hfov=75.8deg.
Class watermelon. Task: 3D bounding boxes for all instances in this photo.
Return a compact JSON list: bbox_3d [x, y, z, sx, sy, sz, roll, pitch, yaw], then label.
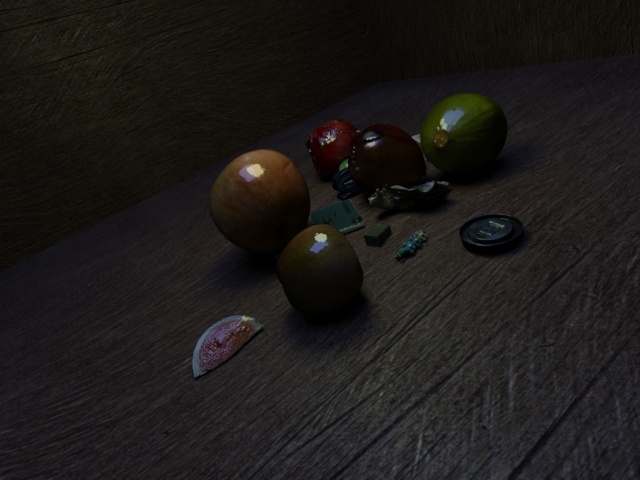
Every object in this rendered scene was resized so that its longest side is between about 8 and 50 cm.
[{"bbox_3d":[-0.288,0.303,1.227,0.245,0.063,0.119,-34,43,-25],"label":"watermelon"}]

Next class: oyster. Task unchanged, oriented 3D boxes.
[{"bbox_3d":[0.355,-0.179,1.587,0.275,0.100,0.271,-7,-6,-45],"label":"oyster"}]

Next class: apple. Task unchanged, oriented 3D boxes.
[{"bbox_3d":[-0.224,-0.142,1.577,0.391,0.391,0.346,-35,68,-25],"label":"apple"},{"bbox_3d":[-0.009,0.087,1.205,0.233,0.257,0.257,-25,28,-4],"label":"apple"}]

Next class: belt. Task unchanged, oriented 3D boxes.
[{"bbox_3d":[0.157,-0.292,1.913,0.218,0.122,0.128,-23,17,-7],"label":"belt"}]

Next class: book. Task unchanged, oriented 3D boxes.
[{"bbox_3d":[-0.023,-0.054,1.704,0.379,0.031,0.264,-21,29,0],"label":"book"}]

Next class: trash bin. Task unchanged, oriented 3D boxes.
[{"bbox_3d":[0.209,-0.022,1.480,0.061,0.043,0.092,7,35,42],"label":"trash bin"}]

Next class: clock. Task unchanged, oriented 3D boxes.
[{"bbox_3d":[0.523,-0.021,1.261,0.184,0.040,0.184,-16,28,8],"label":"clock"}]

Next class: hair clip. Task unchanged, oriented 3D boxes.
[{"bbox_3d":[0.308,0.011,1.359,0.049,0.049,0.173,10,39,45],"label":"hair clip"}]

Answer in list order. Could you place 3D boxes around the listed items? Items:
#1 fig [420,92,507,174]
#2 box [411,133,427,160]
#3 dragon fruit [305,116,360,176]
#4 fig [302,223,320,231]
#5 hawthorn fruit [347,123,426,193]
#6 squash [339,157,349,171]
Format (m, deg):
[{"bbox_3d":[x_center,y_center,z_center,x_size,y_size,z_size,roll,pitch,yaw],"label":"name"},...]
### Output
[{"bbox_3d":[0.553,-0.422,1.631,0.343,0.343,0.343,-16,28,9],"label":"fig"},{"bbox_3d":[0.571,-0.483,2.002,0.212,0.095,0.168,-20,29,0],"label":"box"},{"bbox_3d":[0.068,-0.480,2.146,0.301,0.296,0.295,-40,31,-9],"label":"dragon fruit"},{"bbox_3d":[-0.009,-0.008,1.511,0.128,0.128,0.150,2,36,36],"label":"fig"},{"bbox_3d":[0.270,-0.326,1.708,0.324,0.308,0.308,33,49,12],"label":"hawthorn fruit"},{"bbox_3d":[0.268,-0.390,2.025,0.370,0.118,0.118,-20,27,-3],"label":"squash"}]
